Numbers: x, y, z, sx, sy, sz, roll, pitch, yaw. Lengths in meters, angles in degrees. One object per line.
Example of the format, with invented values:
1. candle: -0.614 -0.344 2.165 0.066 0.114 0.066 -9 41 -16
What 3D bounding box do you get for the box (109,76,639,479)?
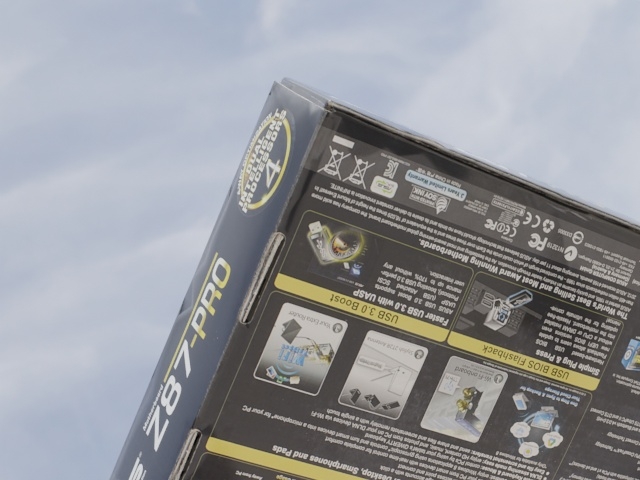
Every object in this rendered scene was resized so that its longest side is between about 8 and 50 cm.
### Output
1. box: 0.095 0.115 0.821 0.394 0.097 0.318 18 -82 -26
